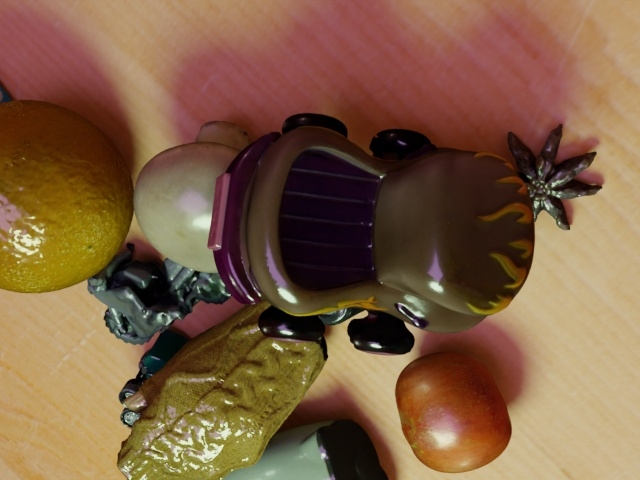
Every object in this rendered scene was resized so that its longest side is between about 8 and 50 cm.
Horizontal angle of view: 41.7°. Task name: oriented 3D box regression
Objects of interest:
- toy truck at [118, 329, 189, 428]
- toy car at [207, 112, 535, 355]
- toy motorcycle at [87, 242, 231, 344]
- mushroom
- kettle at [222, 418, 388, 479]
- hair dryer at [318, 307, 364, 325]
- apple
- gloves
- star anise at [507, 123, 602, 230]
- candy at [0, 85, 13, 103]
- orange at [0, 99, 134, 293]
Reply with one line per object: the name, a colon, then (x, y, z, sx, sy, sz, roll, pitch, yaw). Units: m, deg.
toy truck: (-0.245, 0.268, 1.333, 0.124, 0.114, 0.253, 7, 117, 8)
toy car: (0.063, -0.009, 0.921, 0.341, 0.240, 0.271, 8, 84, -19)
toy motorcycle: (-0.248, 0.062, 1.238, 0.270, 0.106, 0.159, -30, 106, 35)
mushroom: (-0.133, -0.063, 1.078, 0.204, 0.204, 0.204, 9, 117, 19)
kettle: (-0.014, 0.375, 1.266, 0.236, 0.161, 0.221, -28, 121, 28)
hair dryer: (0.000, 0.000, 1.107, 0.072, 0.124, 0.219, -31, 83, 29)
apple: (0.176, 0.224, 1.104, 0.139, 0.163, 0.163, -16, 107, 14)
gloves: (-0.148, 0.224, 1.175, 0.203, 0.155, 0.356, 43, 94, 13)
star anise: (0.264, -0.070, 0.993, 0.141, 0.042, 0.141, 9, 117, 17)
candy: (-0.609, -0.270, 1.236, 0.157, 0.100, 0.305, -31, 100, 31)
orange: (-0.392, -0.061, 1.146, 0.274, 0.274, 0.274, 9, 117, 19)
